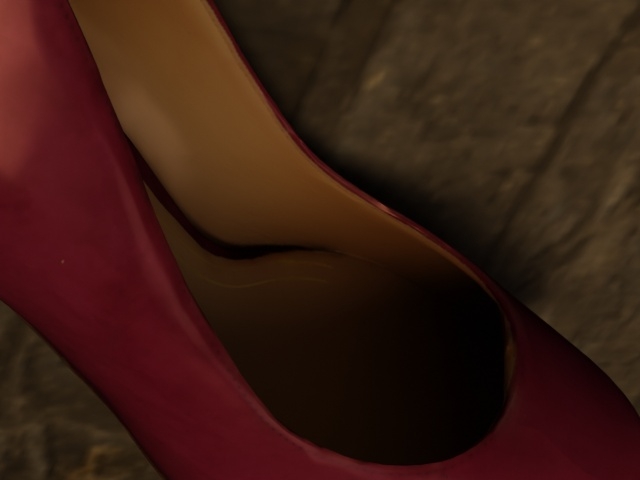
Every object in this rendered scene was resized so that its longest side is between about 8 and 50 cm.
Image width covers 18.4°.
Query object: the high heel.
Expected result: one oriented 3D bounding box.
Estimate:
[{"bbox_3d":[0.000,0.000,0.565,0.377,0.127,0.181,19,140,-33],"label":"high heel"}]
